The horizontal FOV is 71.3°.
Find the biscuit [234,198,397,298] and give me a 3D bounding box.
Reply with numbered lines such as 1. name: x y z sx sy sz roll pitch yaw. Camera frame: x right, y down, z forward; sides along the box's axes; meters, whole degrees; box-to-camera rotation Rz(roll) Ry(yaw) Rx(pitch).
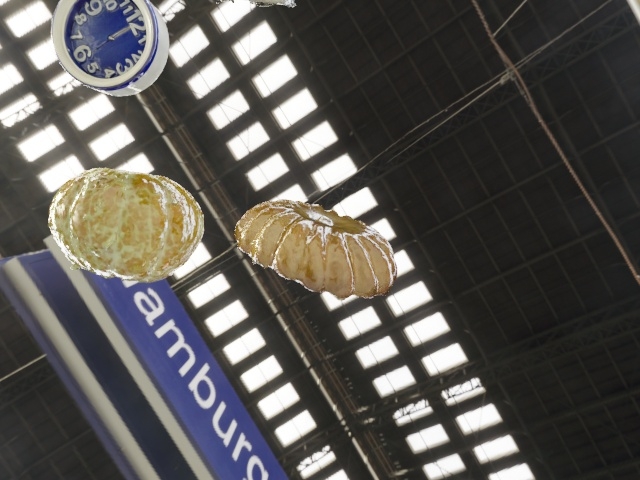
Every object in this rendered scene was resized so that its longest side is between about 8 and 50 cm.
1. biscuit: 0.000 0.000 0.867 0.326 0.326 0.107 20 -73 0

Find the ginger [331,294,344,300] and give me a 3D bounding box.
1. ginger: 0.019 0.097 0.976 0.030 0.097 0.048 -20 -51 -34

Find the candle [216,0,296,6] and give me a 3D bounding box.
1. candle: -0.132 -0.416 0.708 0.192 0.168 0.068 5 -58 -5

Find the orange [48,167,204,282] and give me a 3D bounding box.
1. orange: -0.438 -0.035 1.030 0.329 0.329 0.249 10 -95 2

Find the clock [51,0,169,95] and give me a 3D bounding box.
1. clock: -0.448 -0.433 0.961 0.230 0.083 0.230 0 -88 4
